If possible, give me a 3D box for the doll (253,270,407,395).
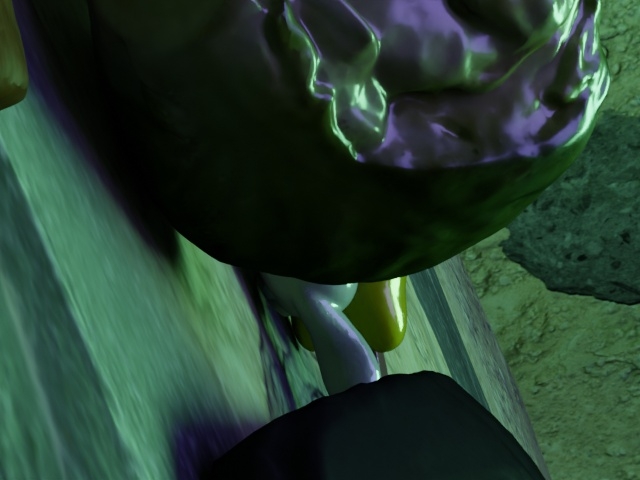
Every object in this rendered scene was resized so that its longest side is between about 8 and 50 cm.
[{"bbox_3d":[0.003,0.007,0.796,0.113,0.071,0.135,46,26,-54],"label":"doll"}]

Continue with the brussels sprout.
[{"bbox_3d":[-0.001,-0.057,0.629,0.183,0.145,0.131,15,71,-31],"label":"brussels sprout"}]

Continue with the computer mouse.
[{"bbox_3d":[0.040,0.110,0.631,0.269,0.086,0.138,16,52,-81],"label":"computer mouse"}]

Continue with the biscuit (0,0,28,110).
[{"bbox_3d":[-0.095,-0.075,0.268,0.295,0.044,0.186,-96,161,-71],"label":"biscuit"}]

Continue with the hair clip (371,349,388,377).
[{"bbox_3d":[0.016,0.044,0.970,0.054,0.022,0.137,63,7,-68],"label":"hair clip"}]
